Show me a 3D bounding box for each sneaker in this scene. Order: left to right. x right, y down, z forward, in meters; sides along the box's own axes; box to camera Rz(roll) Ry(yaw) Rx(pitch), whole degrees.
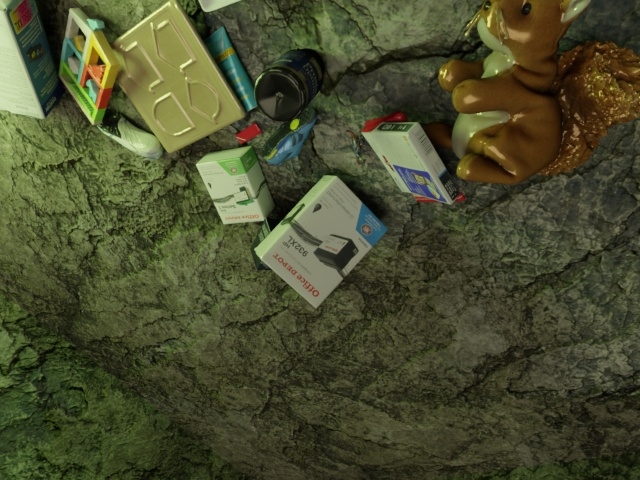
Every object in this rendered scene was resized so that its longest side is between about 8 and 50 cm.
[{"bbox_3d":[-0.595,-0.324,1.382,0.237,0.085,0.086,32,157,3],"label":"sneaker"},{"bbox_3d":[-0.073,-0.285,1.239,0.209,0.069,0.082,-38,140,29],"label":"sneaker"}]

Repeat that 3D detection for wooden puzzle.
[{"bbox_3d":[-0.397,-0.436,1.227,0.347,0.080,0.322,-13,121,33],"label":"wooden puzzle"}]

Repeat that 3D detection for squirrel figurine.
[{"bbox_3d":[0.447,-0.326,0.922,0.396,0.281,0.371,7,119,-3],"label":"squirrel figurine"}]

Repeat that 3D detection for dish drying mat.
[{"bbox_3d":[-0.209,-0.310,1.296,0.083,0.008,0.032,-21,116,32],"label":"dish drying mat"}]

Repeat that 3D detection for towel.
[{"bbox_3d":[0.231,-0.204,1.133,0.275,0.031,0.199,47,168,-18],"label":"towel"}]

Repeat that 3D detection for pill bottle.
[{"bbox_3d":[-0.063,-0.376,1.052,0.122,0.219,0.123,10,130,12],"label":"pill bottle"}]

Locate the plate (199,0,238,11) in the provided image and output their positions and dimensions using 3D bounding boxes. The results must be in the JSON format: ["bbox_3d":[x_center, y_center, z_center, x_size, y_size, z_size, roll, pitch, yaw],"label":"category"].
[{"bbox_3d":[-0.188,-0.666,0.942,0.277,0.045,0.278,-3,128,26],"label":"plate"}]

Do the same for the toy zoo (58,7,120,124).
[{"bbox_3d":[-0.643,-0.488,1.235,0.192,0.030,0.293,54,135,3],"label":"toy zoo"}]

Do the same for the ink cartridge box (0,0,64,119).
[{"bbox_3d":[-0.908,-0.510,1.240,0.269,0.151,0.396,11,141,-5],"label":"ink cartridge box"}]

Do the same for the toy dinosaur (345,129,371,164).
[{"bbox_3d":[0.106,-0.249,1.223,0.090,0.047,0.082,47,146,25],"label":"toy dinosaur"}]

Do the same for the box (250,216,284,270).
[{"bbox_3d":[-0.119,0.014,1.414,0.155,0.093,0.158,1,140,-30],"label":"box"}]

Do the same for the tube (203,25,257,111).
[{"bbox_3d":[-0.229,-0.445,1.177,0.080,0.052,0.207,-21,111,24],"label":"tube"}]

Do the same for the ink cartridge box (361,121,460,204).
[{"bbox_3d":[0.211,-0.188,1.058,0.206,0.045,0.208,50,171,-26],"label":"ink cartridge box"}]

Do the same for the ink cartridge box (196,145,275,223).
[{"bbox_3d":[-0.255,-0.165,1.370,0.160,0.093,0.220,-4,124,23],"label":"ink cartridge box"}]

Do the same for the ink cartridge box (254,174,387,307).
[{"bbox_3d":[0.000,0.000,1.273,0.223,0.129,0.307,44,86,-17],"label":"ink cartridge box"}]
